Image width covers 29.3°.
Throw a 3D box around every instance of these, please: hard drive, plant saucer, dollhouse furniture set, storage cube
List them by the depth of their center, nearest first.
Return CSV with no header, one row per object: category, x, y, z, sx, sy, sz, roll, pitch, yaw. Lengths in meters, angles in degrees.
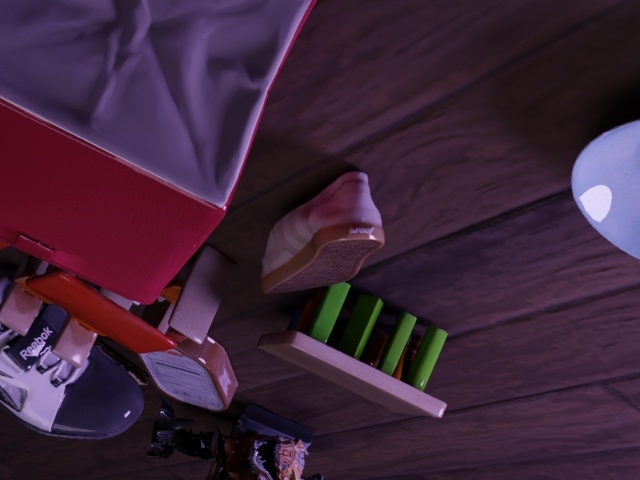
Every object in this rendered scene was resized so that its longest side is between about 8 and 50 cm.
plant saucer,0.262,-0.034,0.793,0.194,0.037,0.195,17,152,9
storage cube,-0.141,-0.098,0.809,0.215,0.184,0.193,27,153,-11
dollhouse furniture set,-0.260,0.045,1.218,0.259,0.135,0.262,36,150,-27
hard drive,-0.066,0.256,1.597,0.094,0.022,0.135,23,153,-3

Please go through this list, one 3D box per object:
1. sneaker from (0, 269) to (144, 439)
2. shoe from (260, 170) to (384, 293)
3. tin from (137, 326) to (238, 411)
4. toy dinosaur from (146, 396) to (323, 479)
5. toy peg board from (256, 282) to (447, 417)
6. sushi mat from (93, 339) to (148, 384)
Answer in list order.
sneaker,-0.354,0.116,1.429,0.330,0.122,0.146,27,141,2
shoe,0.000,0.000,1.043,0.076,0.058,0.219,-3,166,-21
tin,-0.158,0.152,1.459,0.106,0.040,0.190,10,152,13
toy dinosaur,-0.117,0.319,1.577,0.218,0.164,0.322,10,134,-11
toy peg board,0.039,0.102,1.194,0.161,0.079,0.160,27,169,-9
sushi mat,-0.379,0.154,1.643,0.316,0.019,0.151,-5,144,42
